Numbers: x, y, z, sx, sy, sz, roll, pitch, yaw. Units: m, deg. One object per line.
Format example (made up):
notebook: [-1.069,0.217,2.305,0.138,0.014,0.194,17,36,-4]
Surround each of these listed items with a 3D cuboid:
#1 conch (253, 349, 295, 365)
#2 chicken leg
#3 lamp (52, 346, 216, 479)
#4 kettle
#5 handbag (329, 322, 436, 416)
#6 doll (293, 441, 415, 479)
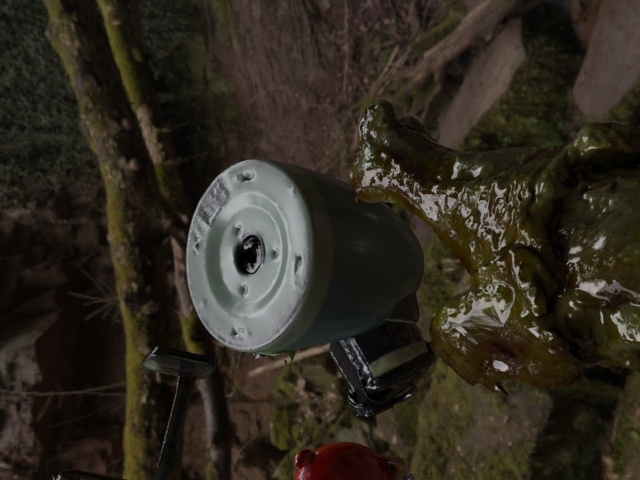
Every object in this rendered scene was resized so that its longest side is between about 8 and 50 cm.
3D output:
conch: [-0.118,0.123,1.234,0.137,0.143,0.251,127,152,-60]
chicken leg: [0.139,0.003,0.486,0.140,0.361,0.211,40,-104,-36]
lamp: [-0.284,0.289,0.991,0.124,0.203,0.283,124,158,-43]
kettle: [0.000,0.000,0.930,0.342,0.247,0.319,5,-134,-47]
handbag: [0.123,0.231,1.240,0.181,0.181,0.254,62,162,22]
doll: [0.045,0.351,0.846,0.183,0.217,0.085,-55,9,7]
